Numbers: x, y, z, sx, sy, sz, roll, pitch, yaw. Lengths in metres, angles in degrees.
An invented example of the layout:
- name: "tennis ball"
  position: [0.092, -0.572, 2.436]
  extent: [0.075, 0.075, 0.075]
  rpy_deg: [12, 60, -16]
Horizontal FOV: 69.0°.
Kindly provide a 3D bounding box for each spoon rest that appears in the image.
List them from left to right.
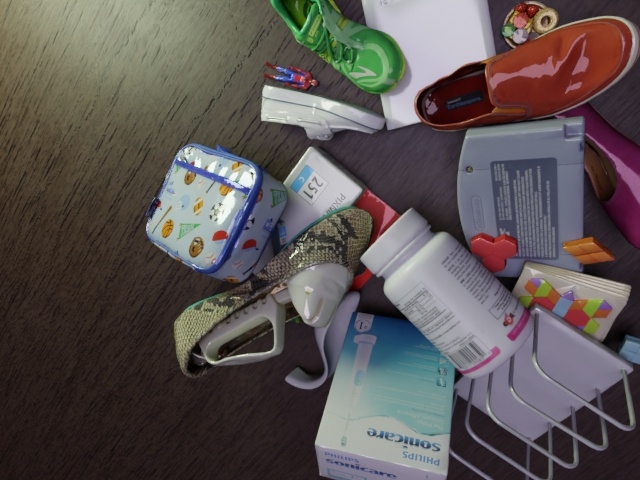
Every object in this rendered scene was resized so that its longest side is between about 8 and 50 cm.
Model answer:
- name: "spoon rest"
  position: [0.015, 0.219, 0.994]
  extent: [0.084, 0.137, 0.276]
  rpy_deg: [36, 121, 18]

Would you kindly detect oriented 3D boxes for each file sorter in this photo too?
- name: "file sorter"
  position: [0.380, 0.297, 0.838]
  extent: [0.193, 0.173, 0.278]
  rpy_deg: [33, 126, 6]

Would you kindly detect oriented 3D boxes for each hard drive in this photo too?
- name: "hard drive"
  position: [0.194, -0.383, 0.844]
  extent: [0.210, 0.040, 0.319]
  rpy_deg: [-10, 99, 18]

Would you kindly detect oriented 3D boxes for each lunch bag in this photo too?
- name: "lunch bag"
  position: [-0.215, -0.069, 0.920]
  extent: [0.303, 0.115, 0.243]
  rpy_deg: [25, 90, 40]

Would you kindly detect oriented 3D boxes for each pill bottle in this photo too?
- name: "pill bottle"
  position: [0.216, 0.087, 0.826]
  extent: [0.283, 0.160, 0.160]
  rpy_deg: [46, 110, 7]

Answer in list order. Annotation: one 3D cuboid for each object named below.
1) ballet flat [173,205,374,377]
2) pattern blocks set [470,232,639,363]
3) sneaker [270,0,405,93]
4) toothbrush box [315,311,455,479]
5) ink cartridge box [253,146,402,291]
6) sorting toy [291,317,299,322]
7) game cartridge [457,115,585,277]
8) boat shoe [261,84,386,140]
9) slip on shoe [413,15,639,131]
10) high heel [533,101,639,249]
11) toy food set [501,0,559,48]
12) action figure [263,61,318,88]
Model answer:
- name: "ballet flat"
  position: [-0.082, 0.129, 0.895]
  extent: [0.483, 0.182, 0.164]
  rpy_deg: [-32, 135, 14]
- name: "pattern blocks set"
  position: [0.430, 0.114, 0.835]
  extent: [0.325, 0.026, 0.285]
  rpy_deg: [8, 128, 25]
- name: "sneaker"
  position: [0.021, -0.359, 0.836]
  extent: [0.295, 0.123, 0.109]
  rpy_deg: [43, 130, 15]
- name: "toothbrush box"
  position: [0.133, 0.296, 0.871]
  extent: [0.216, 0.295, 0.126]
  rpy_deg: [6, 131, 14]
- name: "ink cartridge box"
  position: [0.000, 0.000, 0.974]
  extent: [0.261, 0.066, 0.296]
  rpy_deg: [40, 110, 5]
- name: "sorting toy"
  position: [-0.081, 0.157, 1.059]
  extent: [0.062, 0.012, 0.083]
  rpy_deg: [-27, 90, 15]
- name: "game cartridge"
  position: [0.342, -0.061, 0.800]
  extent: [0.198, 0.062, 0.297]
  rpy_deg: [4, 129, 33]
- name: "boat shoe"
  position: [0.001, -0.238, 0.914]
  extent: [0.258, 0.095, 0.084]
  rpy_deg: [21, 111, 22]
- name: "slip on shoe"
  position: [0.293, -0.240, 0.713]
  extent: [0.331, 0.101, 0.123]
  rpy_deg: [-7, 100, 40]
- name: "high heel"
  position: [0.420, -0.146, 0.783]
  extent: [0.181, 0.127, 0.377]
  rpy_deg: [-18, 82, 6]
- name: "toy food set"
  position: [0.361, -0.371, 0.810]
  extent: [0.083, 0.020, 0.082]
  rpy_deg: [33, 109, 6]
- name: "action figure"
  position: [-0.059, -0.329, 0.937]
  extent: [0.115, 0.030, 0.038]
  rpy_deg: [17, 101, 10]
